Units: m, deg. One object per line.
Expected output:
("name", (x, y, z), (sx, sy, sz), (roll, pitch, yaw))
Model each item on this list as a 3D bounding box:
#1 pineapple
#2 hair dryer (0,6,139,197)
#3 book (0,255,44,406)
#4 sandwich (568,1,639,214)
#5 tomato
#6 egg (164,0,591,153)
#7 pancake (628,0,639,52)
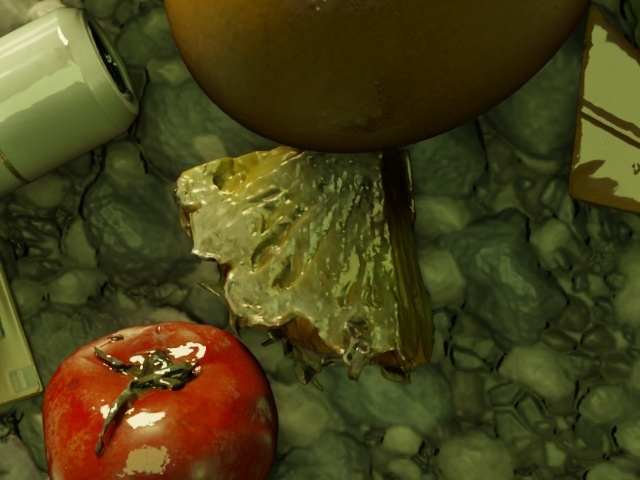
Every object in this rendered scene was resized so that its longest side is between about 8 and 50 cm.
("pineapple", (0.000, 0.000, 1.436), (0.236, 0.114, 0.186), (41, 96, 8))
("hair dryer", (-0.286, -0.207, 1.486), (0.173, 0.107, 0.357), (-27, 81, 5))
("book", (-0.313, 0.089, 1.530), (0.172, 0.012, 0.118), (-19, 89, 8))
("sandwich", (0.270, -0.081, 1.392), (0.187, 0.117, 0.144), (12, 96, 8))
("tomato", (-0.115, 0.150, 1.427), (0.187, 0.187, 0.151), (1, 115, 8))
("egg", (0.048, -0.213, 1.327), (0.282, 0.282, 0.351), (40, 64, 5))
("pancake", (0.301, -0.229, 1.424), (0.222, 0.042, 0.236), (-6, 90, 10))
